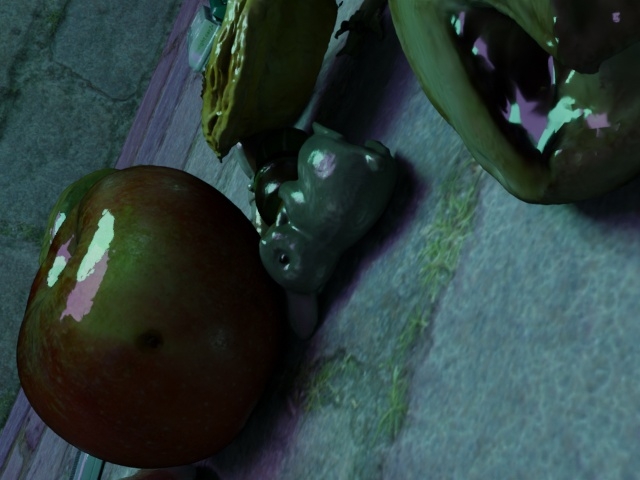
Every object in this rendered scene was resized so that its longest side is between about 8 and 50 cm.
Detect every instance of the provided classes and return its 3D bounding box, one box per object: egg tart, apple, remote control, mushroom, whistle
[{"bbox_3d":[-0.059,-0.240,0.977,0.319,0.128,0.319,-162,90,-83],"label":"egg tart"},{"bbox_3d":[-0.195,0.091,0.924,0.348,0.277,0.349,-45,30,35],"label":"apple"},{"bbox_3d":[-0.433,0.435,1.403,0.087,0.047,0.244,-29,44,51],"label":"remote control"},{"bbox_3d":[0.197,-0.150,0.518,0.217,0.212,0.292,-21,11,-5],"label":"mushroom"},{"bbox_3d":[-0.077,-0.093,1.089,0.057,0.107,0.220,-16,62,28],"label":"whistle"}]

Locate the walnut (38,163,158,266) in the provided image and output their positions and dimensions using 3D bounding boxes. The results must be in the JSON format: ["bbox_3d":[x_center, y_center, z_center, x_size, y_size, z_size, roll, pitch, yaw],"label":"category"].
[{"bbox_3d":[-0.376,0.000,1.435,0.282,0.253,0.277,-32,41,54],"label":"walnut"}]

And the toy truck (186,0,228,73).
[{"bbox_3d":[-0.110,-0.440,1.391,0.363,0.178,0.176,-59,24,23],"label":"toy truck"}]

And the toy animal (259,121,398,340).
[{"bbox_3d":[-0.006,-0.008,0.822,0.236,0.108,0.138,-64,23,7],"label":"toy animal"}]

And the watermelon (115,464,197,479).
[{"bbox_3d":[-0.225,0.349,0.917,0.207,0.202,0.136,-38,74,52],"label":"watermelon"}]

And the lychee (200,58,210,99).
[{"bbox_3d":[-0.102,-0.254,1.222,0.171,0.171,0.171,-47,29,37],"label":"lychee"}]

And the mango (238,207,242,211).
[{"bbox_3d":[-0.159,0.037,1.173,0.188,0.066,0.101,-68,14,-19],"label":"mango"}]

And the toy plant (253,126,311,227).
[{"bbox_3d":[-0.041,-0.087,1.001,0.093,0.092,0.162,-51,24,31],"label":"toy plant"}]

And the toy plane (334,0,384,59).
[{"bbox_3d":[0.057,-0.298,1.056,0.102,0.040,0.111,21,89,48],"label":"toy plane"}]
